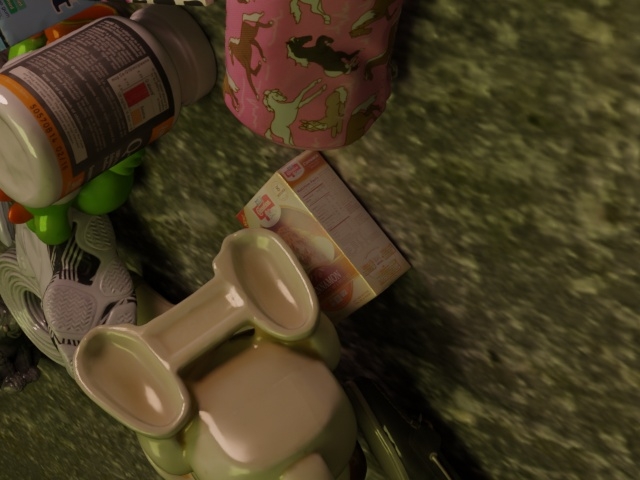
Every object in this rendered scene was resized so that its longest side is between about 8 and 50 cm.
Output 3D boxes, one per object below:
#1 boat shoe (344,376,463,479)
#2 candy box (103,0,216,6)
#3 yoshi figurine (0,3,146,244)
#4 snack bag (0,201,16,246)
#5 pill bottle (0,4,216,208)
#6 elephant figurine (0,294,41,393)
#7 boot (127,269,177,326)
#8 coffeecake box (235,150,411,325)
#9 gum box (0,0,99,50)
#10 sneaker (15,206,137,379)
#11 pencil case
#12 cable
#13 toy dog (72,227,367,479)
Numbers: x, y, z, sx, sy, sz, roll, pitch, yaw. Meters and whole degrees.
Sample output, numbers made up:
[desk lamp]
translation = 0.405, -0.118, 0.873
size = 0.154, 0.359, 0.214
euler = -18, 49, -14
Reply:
[boat shoe]
translation = 0.148, 0.307, 1.459
size = 0.335, 0.096, 0.112
euler = 60, 167, -4
[candy box]
translation = -0.195, -0.342, 1.209
size = 0.233, 0.071, 0.159
euler = 15, 130, 43
[yoshi figurine]
translation = -0.339, -0.169, 1.557
size = 0.203, 0.203, 0.362
euler = 7, 121, -4
[snack bag]
translation = -0.598, -0.191, 1.851
size = 0.323, 0.037, 0.342
euler = 32, 136, 50
[pill bottle]
translation = -0.266, -0.169, 1.322
size = 0.162, 0.278, 0.162
euler = 31, 141, 29
[elephant figurine]
translation = -0.643, 0.174, 2.236
size = 0.169, 0.186, 0.239
euler = -99, 7, -62
[boot]
translation = -0.258, 0.188, 1.802
size = 0.203, 0.095, 0.261
euler = 29, 134, 29
[coffeecake box]
translation = 0.000, 0.000, 1.351
size = 0.185, 0.068, 0.142
euler = 51, 148, 2
[gum box]
translation = -0.346, -0.337, 1.346
size = 0.041, 0.184, 0.156
euler = -4, 118, 51
[sneaker]
translation = -0.385, 0.055, 1.741
size = 0.210, 0.138, 0.365
euler = 140, 117, -65
[pencil case]
translation = 0.011, -0.261, 1.006
size = 0.160, 0.167, 0.386
euler = 36, 143, 19
[cable]
translation = -0.478, 0.113, 2.007
size = 0.257, 0.089, 0.257
euler = 41, 145, 17
[toy dog]
translation = -0.060, 0.238, 1.391
size = 0.395, 0.284, 0.408
euler = 38, 160, 24
